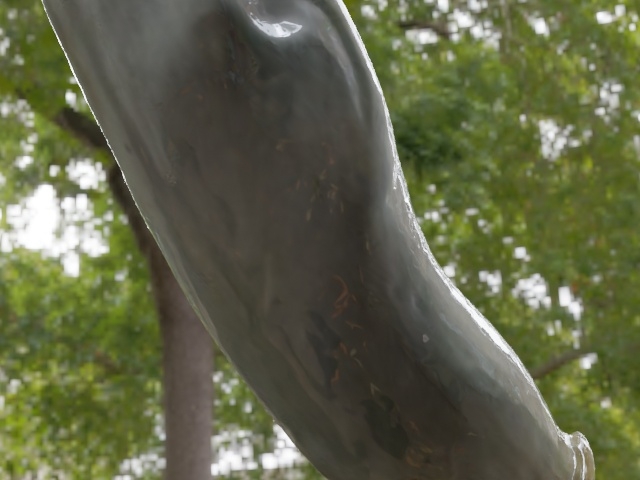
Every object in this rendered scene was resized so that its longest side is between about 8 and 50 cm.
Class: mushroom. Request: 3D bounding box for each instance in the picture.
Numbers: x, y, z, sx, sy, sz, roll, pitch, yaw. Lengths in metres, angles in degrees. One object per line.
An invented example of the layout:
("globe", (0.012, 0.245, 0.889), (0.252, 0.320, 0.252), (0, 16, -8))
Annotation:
("mushroom", (-0.001, 0.002, 0.500), (0.109, 0.351, 0.097), (-38, 19, -20))
